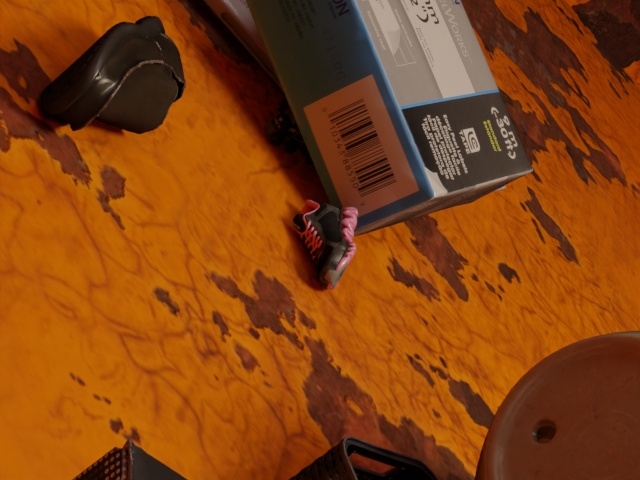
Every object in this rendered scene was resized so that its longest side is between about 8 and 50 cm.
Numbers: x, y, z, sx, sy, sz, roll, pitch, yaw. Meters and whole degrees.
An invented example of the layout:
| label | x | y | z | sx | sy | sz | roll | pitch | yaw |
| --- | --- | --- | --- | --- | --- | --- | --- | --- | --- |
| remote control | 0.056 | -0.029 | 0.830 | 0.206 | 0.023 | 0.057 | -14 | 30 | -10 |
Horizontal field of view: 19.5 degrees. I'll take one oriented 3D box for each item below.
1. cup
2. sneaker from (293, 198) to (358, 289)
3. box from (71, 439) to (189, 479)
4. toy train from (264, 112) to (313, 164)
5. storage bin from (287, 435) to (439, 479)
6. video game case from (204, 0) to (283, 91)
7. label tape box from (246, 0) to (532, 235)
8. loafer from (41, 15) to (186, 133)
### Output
| label | x | y | z | sx | sy | sz | roll | pitch | yaw |
| --- | --- | --- | --- | --- | --- | --- | --- | --- | --- |
| cup | 0.235 | 0.194 | 1.312 | 0.237 | 0.331 | 0.331 | 47 | 17 | -47 |
| sneaker | 0.000 | 0.000 | 1.627 | 0.057 | 0.047 | 0.119 | 26 | 25 | -11 |
| box | -0.092 | 0.218 | 0.736 | 0.216 | 0.270 | 0.060 | 38 | 25 | -30 |
| toy train | 0.006 | -0.086 | 1.775 | 0.158 | 0.036 | 0.027 | 27 | 31 | -48 |
| storage bin | 0.046 | 0.236 | 1.260 | 0.122 | 0.084 | 0.180 | 26 | 33 | -50 |
| video game case | -0.026 | -0.254 | 1.874 | 0.193 | 0.023 | 0.212 | 48 | 44 | -20 |
| label tape box | 0.097 | -0.156 | 1.821 | 0.347 | 0.115 | 0.249 | -17 | 83 | -58 |
| loafer | -0.147 | -0.123 | 1.456 | 0.078 | 0.080 | 0.220 | 49 | 20 | -4 |
